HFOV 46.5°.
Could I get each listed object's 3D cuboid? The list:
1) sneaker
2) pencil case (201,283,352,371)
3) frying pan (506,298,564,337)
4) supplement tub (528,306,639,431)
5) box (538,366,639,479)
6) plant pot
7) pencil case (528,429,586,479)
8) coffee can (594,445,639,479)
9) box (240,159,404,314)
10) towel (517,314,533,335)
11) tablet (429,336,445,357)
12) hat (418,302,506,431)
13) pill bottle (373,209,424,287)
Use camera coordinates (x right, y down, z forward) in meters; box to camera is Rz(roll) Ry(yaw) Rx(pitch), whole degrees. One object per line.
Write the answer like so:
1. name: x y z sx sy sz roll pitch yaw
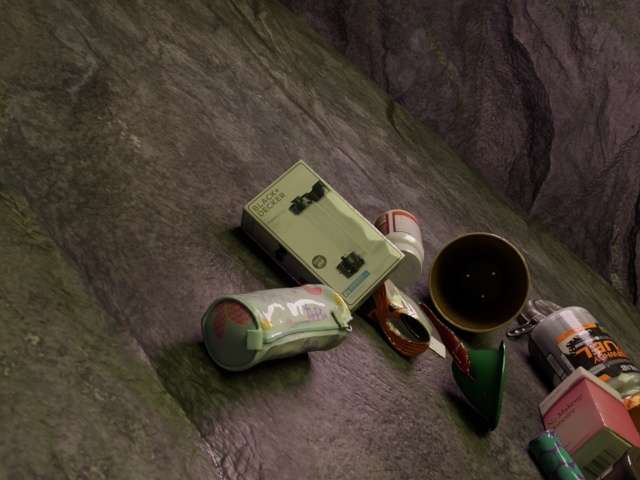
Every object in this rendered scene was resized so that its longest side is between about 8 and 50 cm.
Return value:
1. sneaker: 0.134 0.127 1.563 0.262 0.099 0.121 51 16 9
2. pencil case: -0.062 0.135 1.178 0.124 0.114 0.273 26 13 31
3. frying pan: 0.618 0.218 2.140 0.326 0.053 0.197 11 24 -28
4. supplement tub: 0.683 0.336 1.880 0.193 0.193 0.316 21 28 -39
5. box: 0.590 0.415 1.632 0.126 0.149 0.232 35 21 -9
6. plant pot: 0.404 0.103 1.886 0.237 0.237 0.254 44 8 11
7. pencil case: 0.484 0.456 1.495 0.070 0.064 0.152 5 38 -30
8. coffee can: 0.430 0.469 1.091 0.201 0.275 0.201 33 22 -15
9. box: 0.000 0.000 1.465 0.290 0.169 0.087 44 -23 11
10. towel: 0.648 0.301 2.127 0.102 0.021 0.237 23 27 -34
11. tablet: 0.243 0.223 1.646 0.083 0.006 0.054 36 22 -6
12. hat: 0.272 0.265 1.506 0.183 0.209 0.173 8 -25 8
13. pill bottle: 0.187 0.019 1.801 0.121 0.121 0.221 34 23 -12
